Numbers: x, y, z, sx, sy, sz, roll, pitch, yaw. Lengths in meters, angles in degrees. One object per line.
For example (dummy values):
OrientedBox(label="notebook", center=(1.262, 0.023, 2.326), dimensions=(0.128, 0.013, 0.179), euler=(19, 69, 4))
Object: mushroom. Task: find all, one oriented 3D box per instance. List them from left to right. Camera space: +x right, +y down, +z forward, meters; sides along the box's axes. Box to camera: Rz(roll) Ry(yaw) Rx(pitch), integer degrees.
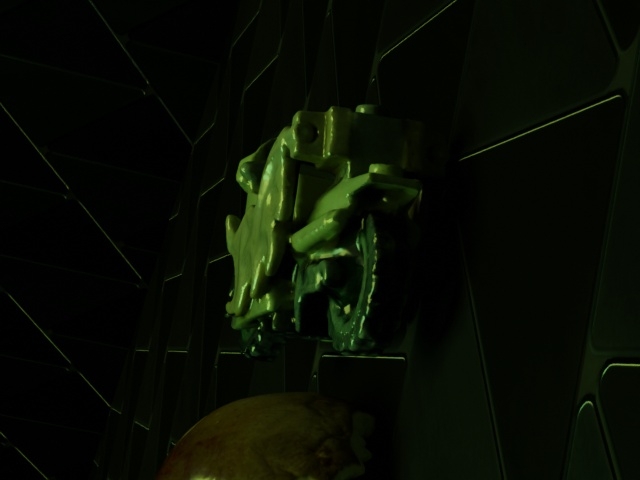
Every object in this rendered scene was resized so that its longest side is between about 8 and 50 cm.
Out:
OrientedBox(label="mushroom", center=(-0.056, 0.282, 1.208), dimensions=(0.233, 0.208, 0.302), euler=(-24, -52, -53))

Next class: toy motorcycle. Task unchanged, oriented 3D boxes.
OrientedBox(label="toy motorcycle", center=(0.000, 0.000, 1.228), dimensions=(0.410, 0.168, 0.237), euler=(166, 110, -70))
